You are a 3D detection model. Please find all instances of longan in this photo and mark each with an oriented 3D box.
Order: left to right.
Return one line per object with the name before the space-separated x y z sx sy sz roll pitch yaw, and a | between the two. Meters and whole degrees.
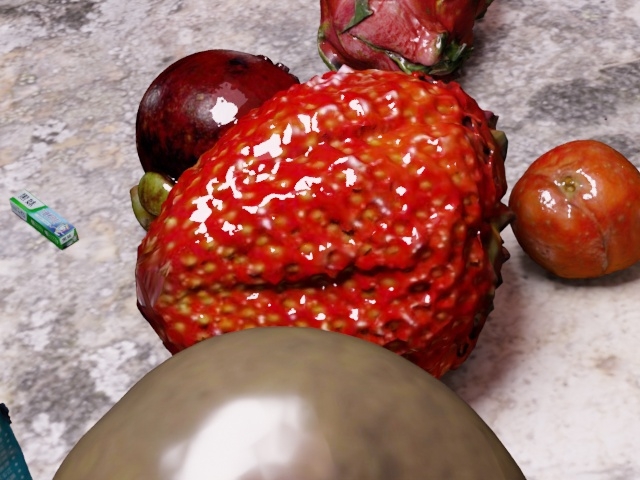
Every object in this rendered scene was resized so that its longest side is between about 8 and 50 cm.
longan | -0.010 0.208 0.850 0.318 0.319 0.319 -4 41 4

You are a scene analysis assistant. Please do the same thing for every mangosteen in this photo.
mangosteen | -0.088 -0.069 1.280 0.199 0.200 0.200 -4 41 4

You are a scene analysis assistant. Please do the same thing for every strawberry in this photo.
strawberry | 0.000 0.000 1.097 0.288 0.238 0.250 -6 50 -29

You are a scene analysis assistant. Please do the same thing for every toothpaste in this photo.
toothpaste | -0.253 -0.019 1.349 0.020 0.017 0.083 -35 48 -27

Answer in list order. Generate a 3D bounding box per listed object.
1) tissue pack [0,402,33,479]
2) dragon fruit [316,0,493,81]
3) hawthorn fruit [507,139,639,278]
tissue pack | -0.335 0.181 1.002 0.271 0.192 0.134 -27 46 -22
dragon fruit | 0.098 -0.251 1.462 0.200 0.198 0.269 53 33 9
hawthorn fruit | 0.212 -0.025 1.213 0.128 0.128 0.128 -4 41 4
